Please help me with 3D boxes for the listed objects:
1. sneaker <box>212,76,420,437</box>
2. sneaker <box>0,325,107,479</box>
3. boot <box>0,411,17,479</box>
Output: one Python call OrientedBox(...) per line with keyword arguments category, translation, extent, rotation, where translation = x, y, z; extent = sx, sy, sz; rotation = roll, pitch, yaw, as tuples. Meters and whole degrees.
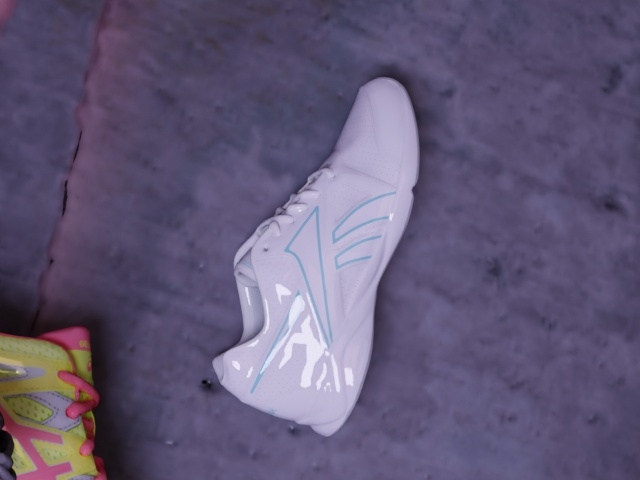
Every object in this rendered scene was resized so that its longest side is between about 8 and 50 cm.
OrientedBox(category="sneaker", translation=(0.000, 0.000, 0.590), extent=(0.061, 0.054, 0.152), rotation=(17, 79, -9))
OrientedBox(category="sneaker", translation=(-0.109, 0.077, 0.536), extent=(0.094, 0.081, 0.208), rotation=(-43, 94, -18))
OrientedBox(category="boot", translation=(-0.179, 0.141, 0.464), extent=(0.263, 0.091, 0.229), rotation=(43, 97, -4))
